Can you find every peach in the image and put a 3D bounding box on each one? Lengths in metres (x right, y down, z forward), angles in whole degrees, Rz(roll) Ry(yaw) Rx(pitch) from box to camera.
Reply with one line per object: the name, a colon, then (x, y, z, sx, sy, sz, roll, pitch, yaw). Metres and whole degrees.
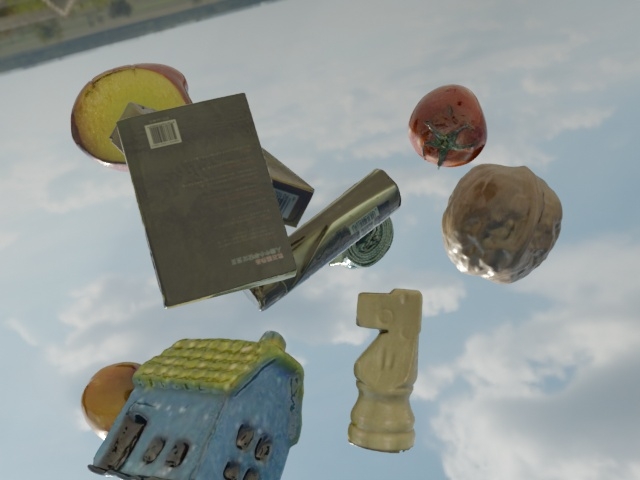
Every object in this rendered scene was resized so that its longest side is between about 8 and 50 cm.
peach: (-0.334, 0.269, 1.543, 0.138, 0.138, 0.138, -13, -164, 4)
peach: (-0.407, -0.253, 2.018, 0.275, 0.248, 0.245, -9, 152, -10)

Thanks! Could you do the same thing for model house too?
model house: (-0.167, 0.279, 1.423, 0.237, 0.215, 0.303, -2, -128, 40)

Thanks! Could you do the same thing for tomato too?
tomato: (0.255, -0.229, 1.832, 0.167, 0.167, 0.167, -13, -164, 4)

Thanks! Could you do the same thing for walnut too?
walnut: (0.398, -0.039, 2.013, 0.273, 0.273, 0.227, -10, -171, 13)

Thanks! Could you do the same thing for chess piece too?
chess piece: (0.085, 0.160, 1.167, 0.090, 0.200, 0.090, 4, -176, 0)

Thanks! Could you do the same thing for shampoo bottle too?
shampoo bottle: (0.000, 0.000, 1.750, 0.350, 0.125, 0.084, -38, -115, -13)

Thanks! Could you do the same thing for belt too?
belt: (0.103, -0.008, 2.222, 0.148, 0.163, 0.082, 12, 167, -24)

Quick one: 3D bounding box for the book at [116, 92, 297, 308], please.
book: (-0.131, -0.049, 1.061, 0.160, 0.228, 0.024, -14, 170, -15)

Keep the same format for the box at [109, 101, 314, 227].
box: (-0.143, -0.101, 1.240, 0.240, 0.071, 0.159, 16, -160, -42)
